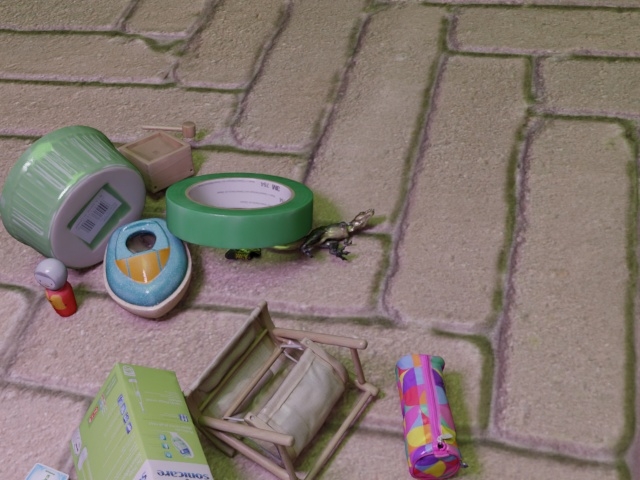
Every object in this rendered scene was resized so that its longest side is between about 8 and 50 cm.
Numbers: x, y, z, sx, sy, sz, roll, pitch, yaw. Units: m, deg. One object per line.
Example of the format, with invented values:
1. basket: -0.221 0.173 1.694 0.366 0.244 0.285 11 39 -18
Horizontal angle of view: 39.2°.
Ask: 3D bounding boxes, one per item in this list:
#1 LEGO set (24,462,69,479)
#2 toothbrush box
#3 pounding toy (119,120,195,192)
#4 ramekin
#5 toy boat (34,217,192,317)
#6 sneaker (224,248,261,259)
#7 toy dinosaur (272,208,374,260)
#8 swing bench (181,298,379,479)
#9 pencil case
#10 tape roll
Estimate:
1. LEGO set: -0.451 0.491 1.539 0.244 0.060 0.182 16 53 22
2. toothbrush box: -0.304 0.378 1.501 0.122 0.206 0.283 17 26 -35
3. pounding toy: -0.388 -0.217 2.228 0.206 0.094 0.181 -30 43 -34
4. ramekin: -0.528 -0.085 1.968 0.148 0.303 0.303 35 58 26
5. toy boat: -0.433 0.064 1.902 0.318 0.148 0.267 -17 45 -10
6. sneaker: -0.170 0.027 1.984 0.083 0.031 0.035 -15 45 -7
7. toy dinosaur: 0.000 0.000 1.969 0.268 0.064 0.118 -13 29 -4
8. swing bench: -0.071 0.276 1.632 0.254 0.165 0.253 18 50 31
9. pencil case: 0.192 0.310 1.600 0.104 0.104 0.236 -8 44 0
10. tape roll: -0.176 -0.070 1.961 0.321 0.077 0.321 2 21 -1
